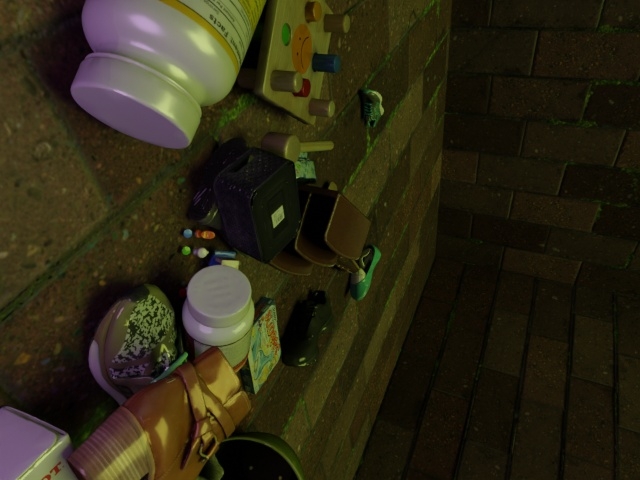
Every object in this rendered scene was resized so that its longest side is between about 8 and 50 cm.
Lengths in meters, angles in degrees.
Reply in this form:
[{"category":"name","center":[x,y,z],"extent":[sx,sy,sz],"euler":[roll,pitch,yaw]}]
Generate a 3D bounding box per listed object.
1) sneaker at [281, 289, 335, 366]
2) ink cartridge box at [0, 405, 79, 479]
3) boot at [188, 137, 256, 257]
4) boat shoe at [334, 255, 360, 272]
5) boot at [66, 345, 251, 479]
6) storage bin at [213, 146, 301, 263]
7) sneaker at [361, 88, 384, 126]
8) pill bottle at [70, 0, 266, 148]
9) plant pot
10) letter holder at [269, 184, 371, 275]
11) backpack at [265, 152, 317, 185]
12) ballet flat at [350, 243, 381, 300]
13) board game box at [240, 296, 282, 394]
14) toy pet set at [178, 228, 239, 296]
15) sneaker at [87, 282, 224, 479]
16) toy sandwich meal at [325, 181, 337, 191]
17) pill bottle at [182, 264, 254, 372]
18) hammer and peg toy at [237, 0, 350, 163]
[{"category":"sneaker","center":[-0.042,0.246,1.309],"extent":[0.286,0.109,0.130],"euler":[-58,145,-59]},{"category":"ink cartridge box","center":[-0.375,0.372,0.534],"extent":[0.201,0.117,0.278],"euler":[-49,144,-50]},{"category":"boot","center":[-0.151,-0.075,0.896],"extent":[0.189,0.076,0.208],"euler":[-60,149,-5]},{"category":"boat shoe","center":[0.076,0.068,1.532],"extent":[0.073,0.073,0.207],"euler":[-38,149,2]},{"category":"boot","center":[-0.189,0.304,0.633],"extent":[0.220,0.109,0.283],"euler":[-38,123,-41]},{"category":"storage bin","center":[-0.107,-0.061,0.826],"extent":[0.122,0.084,0.180],"euler":[-48,150,-33]},{"category":"sneaker","center":[0.166,-0.429,1.491],"extent":[0.076,0.065,0.166],"euler":[-69,155,-10]},{"category":"pill bottle","center":[-0.175,-0.297,0.577],"extent":[0.188,0.188,0.334],"euler":[44,61,-64]},{"category":"plant pot","center":[-0.147,0.556,1.037],"extent":[0.293,0.275,0.274],"euler":[64,41,-79]},{"category":"letter holder","center":[0.000,0.000,1.199],"extent":[0.302,0.152,0.214],"euler":[29,76,-67]},{"category":"backpack","center":[-0.076,-0.156,1.003],"extent":[0.114,0.105,0.084],"euler":[-16,94,-64]},{"category":"ballet flat","center":[0.159,0.111,1.749],"extent":[0.087,0.083,0.247],"euler":[52,49,-31]},{"category":"board game box","center":[-0.150,0.258,1.119],"extent":[0.136,0.035,0.201],"euler":[-51,146,-48]},{"category":"toy pet set","center":[-0.214,0.040,0.856],"extent":[0.114,0.065,0.122],"euler":[5,95,-32]},{"category":"sneaker","center":[-0.228,0.252,0.737],"extent":[0.158,0.182,0.410],"euler":[-46,141,-52]},{"category":"toy sandwich meal","center":[0.025,-0.133,1.348],"extent":[0.085,0.029,0.085],"euler":[8,90,-70]},{"category":"pill bottle","center":[-0.179,0.146,0.802],"extent":[0.121,0.121,0.221],"euler":[-58,169,-40]},{"category":"hammer and peg toy","center":[-0.055,-0.331,0.928],"extent":[0.266,0.127,0.361],"euler":[-4,105,-69]}]
